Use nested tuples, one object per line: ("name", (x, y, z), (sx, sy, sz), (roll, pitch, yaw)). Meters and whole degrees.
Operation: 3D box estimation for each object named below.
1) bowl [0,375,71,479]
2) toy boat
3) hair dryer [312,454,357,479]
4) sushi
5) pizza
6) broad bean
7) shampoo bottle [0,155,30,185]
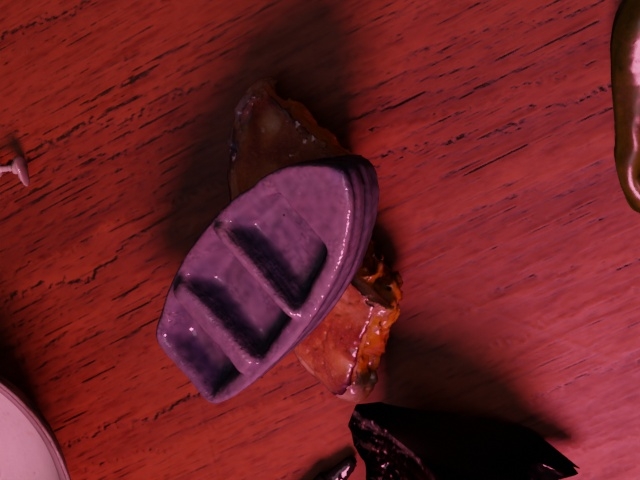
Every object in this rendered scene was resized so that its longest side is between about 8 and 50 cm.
("bowl", (-0.351, 0.225, 1.890), (0.313, 0.146, 0.313), (5, 108, 16))
("toy boat", (-0.040, 0.023, 1.691), (0.127, 0.078, 0.283), (50, 129, 14))
("hair dryer", (-0.045, 0.301, 1.853), (0.070, 0.114, 0.248), (41, 105, -7))
("sushi", (0.114, 0.243, 1.754), (0.153, 0.172, 0.150), (38, 117, 38))
("pizza", (0.000, 0.000, 1.758), (0.161, 0.085, 0.305), (-8, 102, 40))
("broad bean", (0.289, -0.145, 1.654), (0.098, 0.056, 0.318), (-7, 111, 2))
("shampoo bottle", (-0.347, -0.064, 1.860), (0.152, 0.045, 0.077), (-6, 101, 19))
